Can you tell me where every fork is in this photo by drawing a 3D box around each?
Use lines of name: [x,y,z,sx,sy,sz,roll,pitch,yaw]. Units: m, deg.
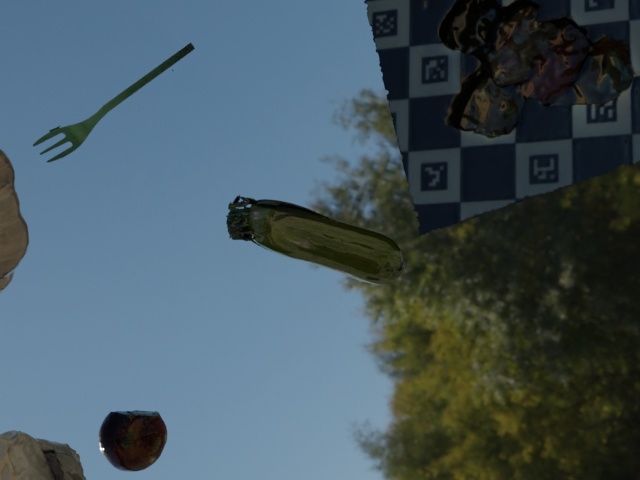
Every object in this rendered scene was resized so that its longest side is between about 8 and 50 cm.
fork: [-0.253,-0.174,1.305,0.235,0.021,0.039,-36,-55,-2]

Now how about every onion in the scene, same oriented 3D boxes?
onion: [-0.325,0.346,1.821,0.118,0.117,0.118,6,-90,-85]

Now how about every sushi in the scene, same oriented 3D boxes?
sushi: [0.239,-0.201,1.198,0.069,0.339,0.320,20,-127,-65]

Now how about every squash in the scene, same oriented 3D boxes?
squash: [0.000,0.000,0.972,0.052,0.183,0.052,-51,28,42]

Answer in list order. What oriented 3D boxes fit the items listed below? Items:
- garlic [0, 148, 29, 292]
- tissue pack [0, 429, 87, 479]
garlic: [-0.452,-0.020,1.215,0.152,0.228,0.228,-94,18,-70]
tissue pack: [-0.360,0.418,1.067,0.375,0.390,0.195,-33,-19,8]
